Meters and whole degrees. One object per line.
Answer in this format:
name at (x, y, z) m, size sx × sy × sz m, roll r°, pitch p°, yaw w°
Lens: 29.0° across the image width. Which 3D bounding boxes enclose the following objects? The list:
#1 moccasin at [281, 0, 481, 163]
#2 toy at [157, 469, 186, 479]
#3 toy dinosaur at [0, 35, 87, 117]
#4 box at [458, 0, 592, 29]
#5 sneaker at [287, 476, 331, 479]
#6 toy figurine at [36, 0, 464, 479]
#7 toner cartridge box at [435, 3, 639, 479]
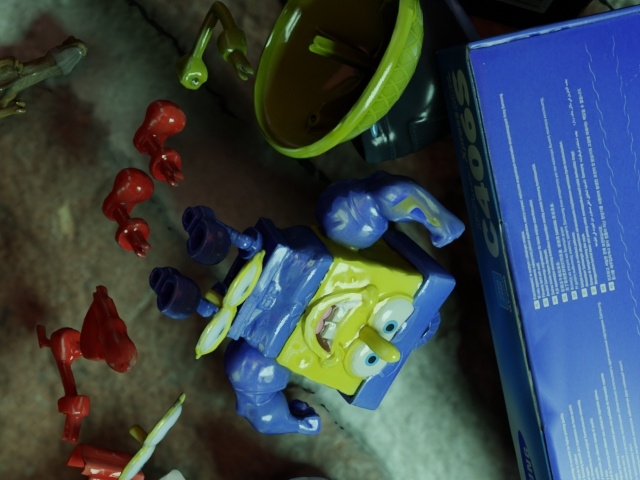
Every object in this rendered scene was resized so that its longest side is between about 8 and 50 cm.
moccasin at (-0.020, -0.205, 0.816) m, size 0.117 × 0.138 × 0.342 m, roll -36°, pitch 86°, yaw -7°
toy at (-0.081, 0.282, 0.799) m, size 0.137 × 0.056 × 0.237 m, roll -35°, pitch 89°, yaw -9°
toy dinosaur at (-0.263, -0.102, 0.836) m, size 0.211 × 0.112 × 0.064 m, roll 0°, pitch 126°, yaw -4°
box at (0.153, -0.237, 0.819) m, size 0.093 × 0.156 × 0.158 m, roll 16°, pitch 83°, yaw 0°
sneaker at (0.049, 0.267, 0.774) m, size 0.099 × 0.121 × 0.262 m, roll -42°, pitch 87°, yaw -6°
toy figurine at (0.000, 0.000, 0.794) m, size 0.217 × 0.191 × 0.363 m, roll 20°, pitch 106°, yaw -36°
toner cartridge box at (0.191, 0.031, 0.789) m, size 0.165 × 0.075 × 0.348 m, roll -13°, pitch 98°, yaw -8°
